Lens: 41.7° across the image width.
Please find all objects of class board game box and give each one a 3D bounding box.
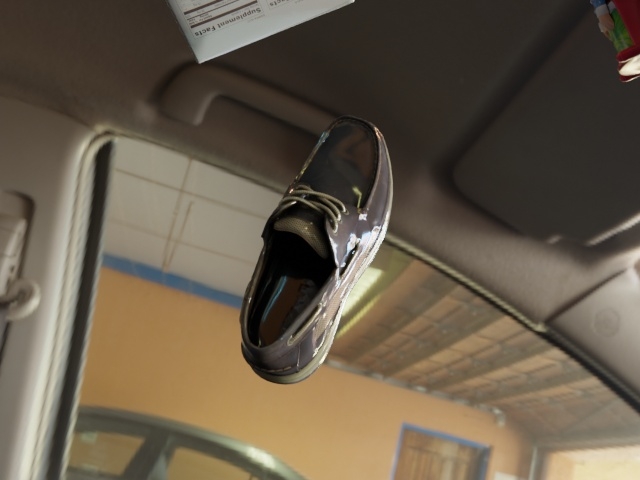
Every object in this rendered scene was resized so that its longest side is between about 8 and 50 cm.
[{"bbox_3d":[0.148,-0.128,0.440,0.033,0.168,0.133,-24,-57,19],"label":"board game box"}]

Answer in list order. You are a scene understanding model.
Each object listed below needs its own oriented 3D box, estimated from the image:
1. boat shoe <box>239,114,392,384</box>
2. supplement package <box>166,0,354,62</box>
[{"bbox_3d":[0.000,0.000,1.026,0.132,0.355,0.130,14,-15,13],"label":"boat shoe"},{"bbox_3d":[-0.108,-0.385,0.940,0.198,0.199,0.262,-21,-48,5],"label":"supplement package"}]
